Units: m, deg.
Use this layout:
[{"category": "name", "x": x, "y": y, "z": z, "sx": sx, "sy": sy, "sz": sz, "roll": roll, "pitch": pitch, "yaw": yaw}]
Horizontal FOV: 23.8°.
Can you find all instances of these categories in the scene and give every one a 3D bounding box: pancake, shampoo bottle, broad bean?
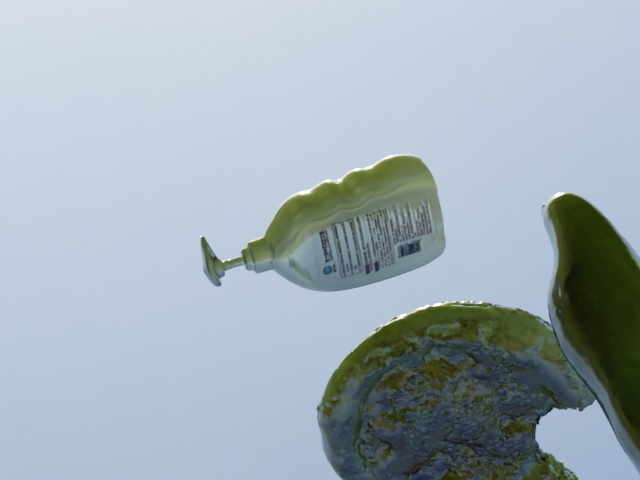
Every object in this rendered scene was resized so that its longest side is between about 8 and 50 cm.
[{"category": "pancake", "x": 0.118, "y": 0.162, "z": 1.340, "sx": 0.253, "sy": 0.253, "sz": 0.037, "roll": -20, "pitch": -154, "yaw": 15}, {"category": "shampoo bottle", "x": 0.000, "y": 0.000, "z": 0.949, "sx": 0.152, "sy": 0.077, "sz": 0.045, "roll": -19, "pitch": -154, "yaw": -12}, {"category": "broad bean", "x": 0.204, "y": 0.093, "z": 0.939, "sx": 0.067, "sy": 0.075, "sz": 0.325, "roll": -15, "pitch": -127, "yaw": -11}]
